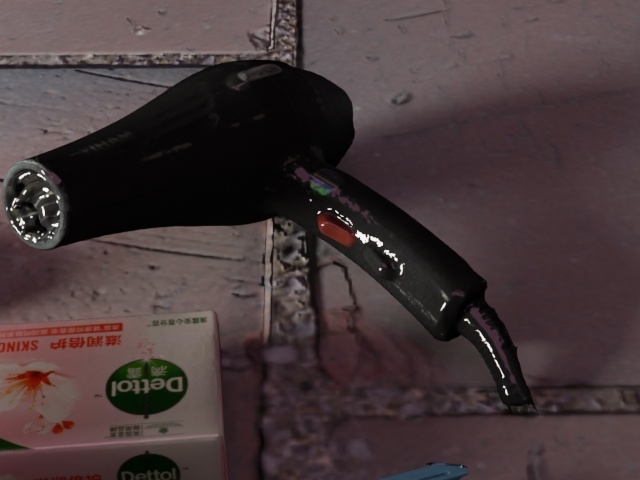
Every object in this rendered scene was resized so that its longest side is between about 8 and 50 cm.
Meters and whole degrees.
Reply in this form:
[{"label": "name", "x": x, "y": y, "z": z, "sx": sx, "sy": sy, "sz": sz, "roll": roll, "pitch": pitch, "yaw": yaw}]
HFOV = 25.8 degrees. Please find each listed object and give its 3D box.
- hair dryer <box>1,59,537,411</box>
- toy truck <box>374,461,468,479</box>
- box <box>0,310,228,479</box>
[{"label": "hair dryer", "x": 0.000, "y": 0.000, "z": 0.705, "sx": 0.272, "sy": 0.091, "sz": 0.235, "roll": 33, "pitch": 33, "yaw": 26}, {"label": "toy truck", "x": 0.031, "y": 0.125, "z": 0.580, "sx": 0.073, "sy": 0.056, "sz": 0.090, "roll": 7, "pitch": 25, "yaw": 18}, {"label": "box", "x": -0.106, "y": 0.079, "z": 0.643, "sx": 0.125, "sy": 0.043, "sz": 0.089, "roll": -4, "pitch": 38, "yaw": -5}]
